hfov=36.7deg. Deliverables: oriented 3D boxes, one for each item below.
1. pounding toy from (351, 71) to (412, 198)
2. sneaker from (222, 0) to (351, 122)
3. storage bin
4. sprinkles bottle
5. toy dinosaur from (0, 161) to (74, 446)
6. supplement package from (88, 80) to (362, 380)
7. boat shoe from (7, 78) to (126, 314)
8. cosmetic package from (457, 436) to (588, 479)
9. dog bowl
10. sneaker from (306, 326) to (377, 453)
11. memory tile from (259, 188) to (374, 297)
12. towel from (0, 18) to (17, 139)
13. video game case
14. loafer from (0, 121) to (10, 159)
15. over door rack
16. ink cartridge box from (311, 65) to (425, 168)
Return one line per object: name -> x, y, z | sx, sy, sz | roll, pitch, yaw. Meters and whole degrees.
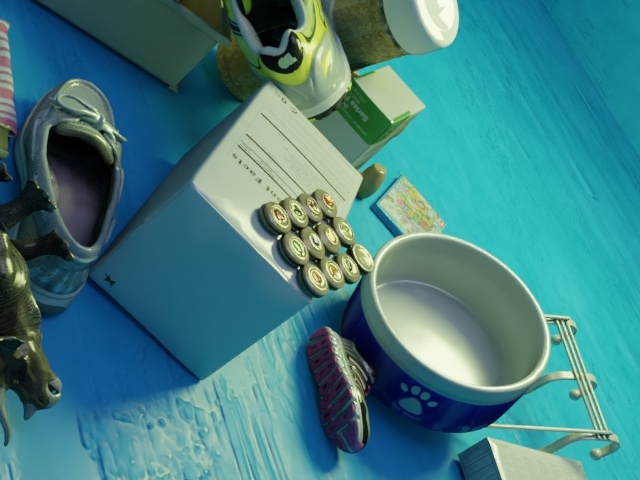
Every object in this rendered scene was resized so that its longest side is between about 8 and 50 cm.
pounding toy -> 0.041, -0.213, 1.532 | 0.269, 0.154, 0.155 | 54, 29, 8
sneaker -> -0.067, -0.341, 1.253 | 0.384, 0.145, 0.147 | 65, 7, 26
storage bin -> -0.263, -0.379, 1.332 | 0.262, 0.123, 0.260 | 30, 35, -31
sprinkles bottle -> 0.016, -0.290, 1.370 | 0.121, 0.356, 0.121 | 14, 71, -50
toy dinosaur -> -0.318, 0.005, 0.808 | 0.313, 0.121, 0.160 | 40, 64, 9
supplement package -> -0.094, -0.020, 1.093 | 0.175, 0.177, 0.293 | 46, 30, -13
boat shoe -> -0.254, -0.068, 1.004 | 0.118, 0.103, 0.320 | 34, 33, -27
cosmetic package -> 0.294, 0.345, 1.334 | 0.239, 0.060, 0.098 | 23, 41, -40
dog bowl -> 0.166, 0.119, 1.287 | 0.265, 0.104, 0.264 | 15, 43, -15
sneaker -> 0.038, 0.181, 1.164 | 0.075, 0.063, 0.170 | 19, 36, -34
memory tile -> 0.000, 0.000, 1.011 | 0.113, 0.012, 0.148 | 59, 28, 6
towel -> -0.396, -0.204, 1.041 | 0.144, 0.029, 0.197 | 22, 39, -41
video game case -> 0.152, -0.041, 1.631 | 0.119, 0.015, 0.166 | 49, 29, -3
loafer -> -0.384, -0.167, 0.893 | 0.251, 0.087, 0.094 | 37, -3, -2
over door rack -> 0.273, 0.202, 1.447 | 0.324, 0.108, 0.239 | 15, 42, -25
ink cartridge box -> 0.032, -0.144, 1.385 | 0.087, 0.208, 0.153 | 49, 28, 3
